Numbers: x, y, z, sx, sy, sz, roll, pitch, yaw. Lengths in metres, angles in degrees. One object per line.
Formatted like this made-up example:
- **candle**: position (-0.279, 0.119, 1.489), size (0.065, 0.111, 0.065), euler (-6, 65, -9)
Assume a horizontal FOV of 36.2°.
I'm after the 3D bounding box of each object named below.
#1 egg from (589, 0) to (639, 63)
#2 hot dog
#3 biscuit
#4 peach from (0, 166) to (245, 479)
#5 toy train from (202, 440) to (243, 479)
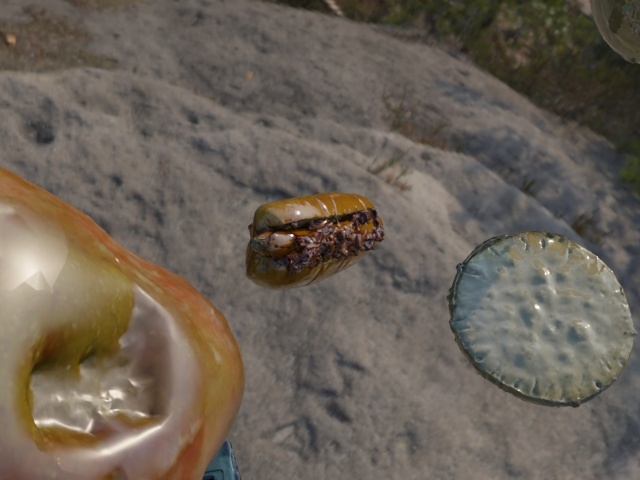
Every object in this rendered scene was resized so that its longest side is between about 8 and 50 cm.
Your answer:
- **egg**: position (0.290, -0.223, 0.747), size (0.164, 0.201, 0.164), euler (12, 50, -15)
- **hot dog**: position (0.000, 0.000, 1.071), size (0.076, 0.102, 0.249), euler (19, 15, 29)
- **biscuit**: position (0.173, 0.057, 0.761), size (0.152, 0.020, 0.152), euler (2, 63, -4)
- **peach**: position (-0.145, 0.067, 0.408), size (0.235, 0.214, 0.214), euler (-10, 65, -38)
- **toy train**: position (-0.075, 0.210, 0.745), size (0.048, 0.252, 0.055), euler (-14, 65, -7)
